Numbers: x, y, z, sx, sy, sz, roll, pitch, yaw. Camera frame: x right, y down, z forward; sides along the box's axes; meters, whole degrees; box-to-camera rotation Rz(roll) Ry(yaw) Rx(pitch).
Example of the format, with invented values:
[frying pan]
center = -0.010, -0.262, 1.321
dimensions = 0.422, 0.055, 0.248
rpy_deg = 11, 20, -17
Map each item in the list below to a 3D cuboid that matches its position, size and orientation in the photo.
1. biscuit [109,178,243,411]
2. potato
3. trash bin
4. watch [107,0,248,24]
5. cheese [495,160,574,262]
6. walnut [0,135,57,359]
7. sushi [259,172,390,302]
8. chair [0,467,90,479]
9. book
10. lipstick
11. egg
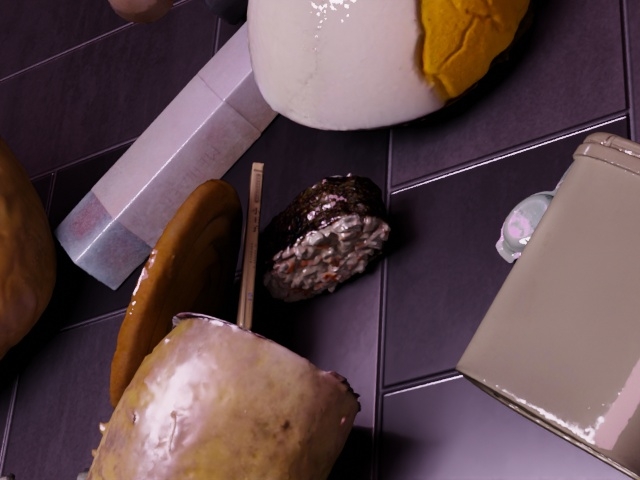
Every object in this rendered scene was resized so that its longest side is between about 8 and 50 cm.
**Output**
[biscuit]
center = -0.137, 0.063, 1.539
dimensions = 0.037, 0.262, 0.262
rpy_deg = 21, 73, 11
[potato]
center = -0.110, 0.229, 1.410
dimensions = 0.229, 0.229, 0.266
rpy_deg = 7, 66, 42
[trash bin]
center = 0.259, 0.055, 1.289
dimensions = 0.243, 0.121, 0.247
rpy_deg = 29, 85, 46
[watch]
center = -0.157, -0.430, 1.798
dimensions = 0.314, 0.335, 0.327
rpy_deg = -41, 0, 7
[cheese]
center = 0.214, -0.026, 1.446
dimensions = 0.121, 0.026, 0.067
rpy_deg = -42, 44, 9
[walnut]
center = -0.490, 0.009, 1.738
dimensions = 0.354, 0.398, 0.308
rpy_deg = -28, 36, 16
[sushi]
center = 0.000, 0.000, 1.556
dimensions = 0.150, 0.090, 0.078
rpy_deg = -35, 48, 27
[chair]
center = -0.252, 0.368, 1.480
dimensions = 0.147, 0.136, 0.270
rpy_deg = -10, 59, 36
[book]
center = -0.075, 0.038, 1.579
dimensions = 0.016, 0.138, 0.198
rpy_deg = 6, 57, -4
[lipstick]
center = -0.148, -0.110, 1.769
dimensions = 0.371, 0.076, 0.080
rpy_deg = -47, 42, 3
[egg]
center = 0.056, -0.291, 1.593
dimensions = 0.337, 0.201, 0.337
rpy_deg = -11, 51, 13
